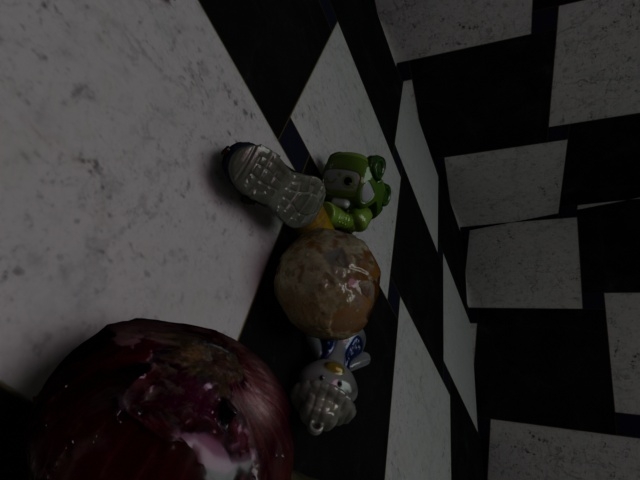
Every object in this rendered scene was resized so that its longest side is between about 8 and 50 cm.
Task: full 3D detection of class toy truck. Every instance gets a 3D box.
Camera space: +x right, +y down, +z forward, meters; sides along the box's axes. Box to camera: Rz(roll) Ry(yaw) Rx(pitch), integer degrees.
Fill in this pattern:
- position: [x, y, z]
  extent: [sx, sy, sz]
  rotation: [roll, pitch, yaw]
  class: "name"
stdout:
- position: [0.074, -0.099, 1.090]
  extent: [0.187, 0.148, 0.210]
  rotation: [44, 61, -56]
  class: "toy truck"

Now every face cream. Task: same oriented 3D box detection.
- position: [0.000, 0.000, 0.946]
  extent: [0.273, 0.078, 0.078]
  rotation: [62, 29, -30]
  class: "face cream"

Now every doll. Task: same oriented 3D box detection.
- position: [0.024, 0.234, 0.849]
  extent: [0.138, 0.119, 0.293]
  rotation: [28, 37, -2]
  class: "doll"

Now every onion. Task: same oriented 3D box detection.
- position: [-0.150, 0.192, 0.430]
  extent: [0.252, 0.219, 0.252]
  rotation: [38, 10, -8]
  class: "onion"

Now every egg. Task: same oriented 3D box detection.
- position: [0.013, 0.073, 0.806]
  extent: [0.233, 0.195, 0.194]
  rotation: [-95, 165, -70]
  class: "egg"

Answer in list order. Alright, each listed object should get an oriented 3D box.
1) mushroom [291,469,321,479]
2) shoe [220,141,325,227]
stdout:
- position: [-0.006, 0.429, 0.485]
  extent: [0.352, 0.260, 0.352]
  rotation: [34, 31, -24]
  class: "mushroom"
- position: [-0.093, -0.099, 0.782]
  extent: [0.228, 0.126, 0.099]
  rotation: [31, 84, -50]
  class: "shoe"
